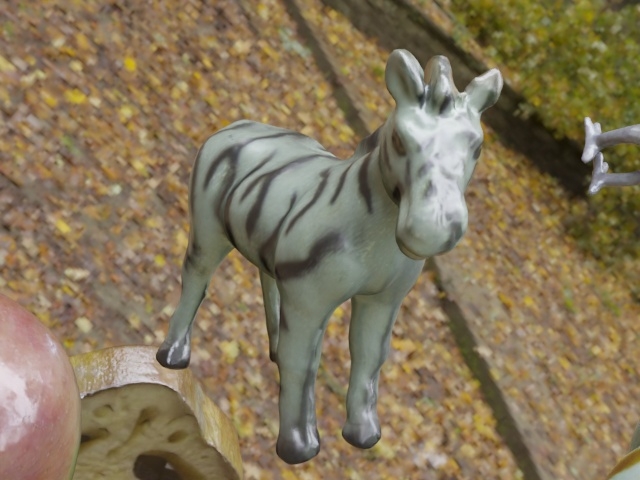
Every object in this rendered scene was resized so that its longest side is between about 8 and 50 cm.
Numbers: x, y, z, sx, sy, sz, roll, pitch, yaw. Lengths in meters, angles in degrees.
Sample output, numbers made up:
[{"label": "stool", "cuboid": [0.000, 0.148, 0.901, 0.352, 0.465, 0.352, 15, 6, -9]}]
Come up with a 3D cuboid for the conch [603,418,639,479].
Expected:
[{"label": "conch", "cuboid": [0.385, 0.219, 0.928, 0.197, 0.368, 0.249, 37, -14, 9]}]

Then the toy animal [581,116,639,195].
[{"label": "toy animal", "cuboid": [0.359, -0.093, 1.040, 0.367, 0.206, 0.081, -42, 119, -35]}]

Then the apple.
[{"label": "apple", "cuboid": [-0.337, 0.178, 0.823, 0.306, 0.305, 0.235, 30, 4, -36]}]

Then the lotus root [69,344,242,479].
[{"label": "lotus root", "cuboid": [-0.275, 0.269, 1.230, 0.390, 0.375, 0.111, 20, 37, -27]}]

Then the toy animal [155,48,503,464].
[{"label": "toy animal", "cuboid": [0.002, 0.018, 0.476, 0.090, 0.255, 0.170, -1, 88, -34]}]
